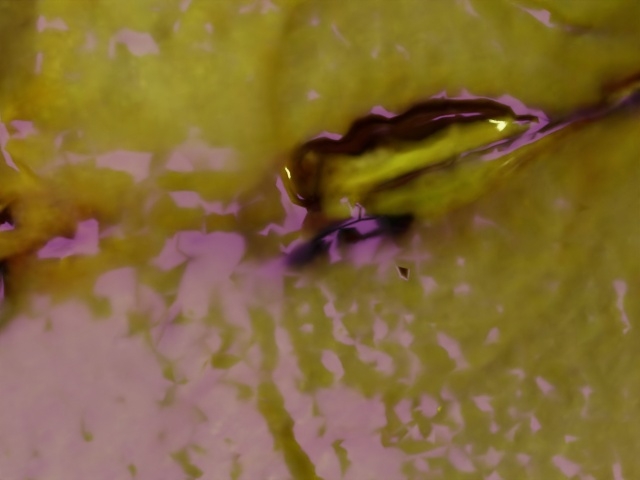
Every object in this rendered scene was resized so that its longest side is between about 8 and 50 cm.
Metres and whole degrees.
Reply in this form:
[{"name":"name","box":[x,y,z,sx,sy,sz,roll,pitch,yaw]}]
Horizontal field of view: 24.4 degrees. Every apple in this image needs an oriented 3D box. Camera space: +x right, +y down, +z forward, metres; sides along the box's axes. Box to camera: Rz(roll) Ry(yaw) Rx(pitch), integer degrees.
[{"name":"apple","box":[0.003,-0.029,0.449,0.365,0.295,0.329,-18,153,-14]}]
